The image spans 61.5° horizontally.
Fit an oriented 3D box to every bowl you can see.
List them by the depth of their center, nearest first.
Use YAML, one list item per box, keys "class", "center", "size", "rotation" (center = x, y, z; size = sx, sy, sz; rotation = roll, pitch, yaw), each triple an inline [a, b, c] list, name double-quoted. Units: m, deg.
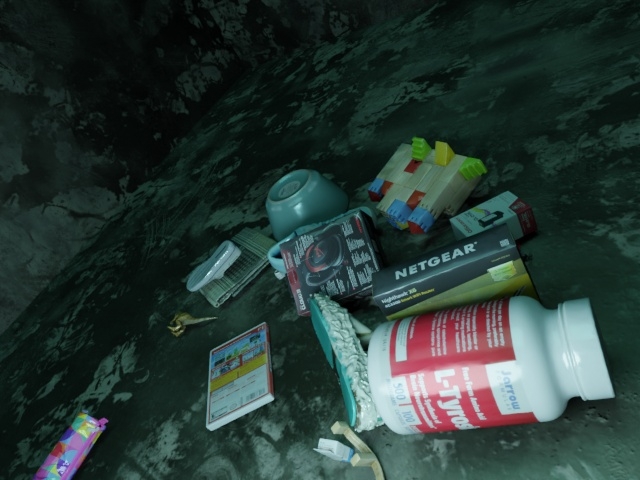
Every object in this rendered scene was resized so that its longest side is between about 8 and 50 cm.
- class: "bowl"
  center: [-0.071, -0.138, 1.921]
  size: [0.311, 0.163, 0.311]
  rotation: [-24, 33, 17]

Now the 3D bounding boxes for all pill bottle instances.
- class: "pill bottle"
  center: [0.314, 0.233, 1.021]
  size: [0.407, 0.229, 0.229]
  rotation: [-17, 37, 27]

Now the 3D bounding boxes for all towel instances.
- class: "towel"
  center: [-0.312, 0.091, 1.961]
  size: [0.312, 0.056, 0.324]
  rotation: [-41, 30, -15]

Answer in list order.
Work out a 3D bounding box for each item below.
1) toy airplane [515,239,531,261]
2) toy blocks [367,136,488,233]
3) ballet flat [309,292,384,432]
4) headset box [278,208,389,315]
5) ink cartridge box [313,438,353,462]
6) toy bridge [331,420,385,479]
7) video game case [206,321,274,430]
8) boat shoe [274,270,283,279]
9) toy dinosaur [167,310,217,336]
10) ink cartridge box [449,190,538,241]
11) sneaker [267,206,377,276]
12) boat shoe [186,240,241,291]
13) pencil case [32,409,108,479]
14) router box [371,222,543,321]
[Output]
- class: "toy airplane"
  center: [0.446, 0.042, 1.336]
  size: [0.151, 0.028, 0.151]
  rotation: [-24, 32, 16]
- class: "toy blocks"
  center: [0.285, -0.145, 1.619]
  size: [0.261, 0.191, 0.381]
  rotation: [-52, 35, -6]
- class: "ballet flat"
  center: [0.082, 0.278, 1.290]
  size: [0.147, 0.147, 0.409]
  rotation: [-32, 38, 5]
- class: "headset box"
  center: [0.030, 0.073, 1.506]
  size: [0.293, 0.110, 0.218]
  rotation: [-24, 71, 18]
- class: "ink cartridge box"
  center: [0.028, 0.444, 1.143]
  size: [0.048, 0.083, 0.028]
  rotation: [-7, 54, 36]
- class: "toy bridge"
  center: [0.089, 0.447, 1.097]
  size: [0.026, 0.063, 0.188]
  rotation: [-53, 45, 16]
- class: "video game case"
  center: [-0.229, 0.376, 1.525]
  size: [0.204, 0.025, 0.285]
  rotation: [-29, 33, 10]
- class: "boat shoe"
  center: [-0.115, 0.083, 1.789]
  size: [0.100, 0.035, 0.035]
  rotation: [-45, 33, -15]
- class: "toy dinosaur"
  center: [-0.461, 0.273, 1.836]
  size: [0.211, 0.064, 0.112]
  rotation: [5, 48, 45]
- class: "ink cartridge box"
  center: [0.439, -0.041, 1.379]
  size: [0.175, 0.072, 0.127]
  rotation: [-26, 26, 2]
- class: "sneaker"
  center: [0.000, 0.000, 1.656]
  size: [0.366, 0.150, 0.135]
  rotation: [-33, 60, 13]
- class: "boat shoe"
  center: [-0.363, 0.103, 1.866]
  size: [0.226, 0.076, 0.083]
  rotation: [-44, 41, 8]
- class: "pencil case"
  center: [-0.743, 0.628, 1.604]
  size: [0.104, 0.104, 0.236]
  rotation: [-4, 45, 39]
- class: "router box"
  center: [0.300, 0.123, 1.166]
  size: [0.309, 0.243, 0.081]
  rotation: [-23, 34, 20]
